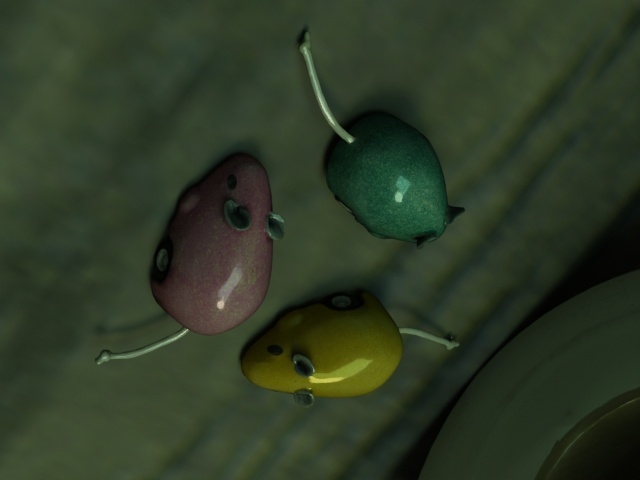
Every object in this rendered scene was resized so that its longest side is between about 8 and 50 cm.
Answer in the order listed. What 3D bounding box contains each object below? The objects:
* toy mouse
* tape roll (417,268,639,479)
[{"bbox_3d":[0.000,0.000,0.366,0.161,0.031,0.143,-10,120,-27],"label":"toy mouse"},{"bbox_3d":[0.175,0.149,0.420,0.246,0.246,0.169,-49,129,0],"label":"tape roll"}]
